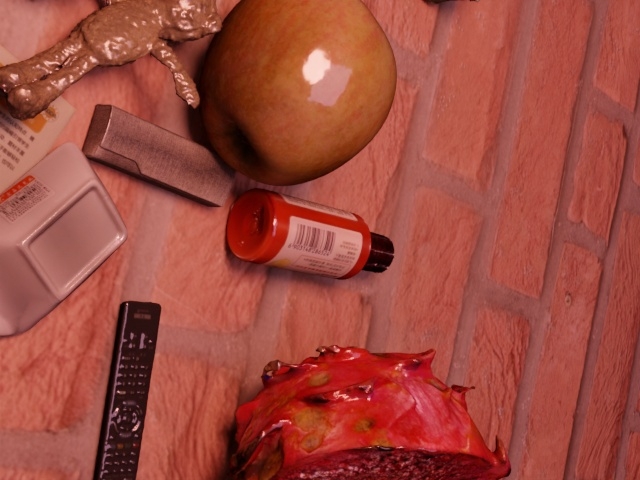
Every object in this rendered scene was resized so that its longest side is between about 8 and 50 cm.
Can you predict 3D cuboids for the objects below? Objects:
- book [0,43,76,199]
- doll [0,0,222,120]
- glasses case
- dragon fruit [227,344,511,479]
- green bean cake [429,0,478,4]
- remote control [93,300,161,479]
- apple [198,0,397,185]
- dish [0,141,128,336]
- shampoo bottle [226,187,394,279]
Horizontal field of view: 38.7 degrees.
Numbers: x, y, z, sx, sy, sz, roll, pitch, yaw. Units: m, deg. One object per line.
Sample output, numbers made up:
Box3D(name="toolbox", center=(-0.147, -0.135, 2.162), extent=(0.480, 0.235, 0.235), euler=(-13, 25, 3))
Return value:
Box3D(name="book", center=(-0.416, -0.090, 0.981), extent=(0.208, 0.020, 0.295), euler=(44, 64, -37))
Box3D(name="doll", center=(-0.248, -0.244, 1.067), extent=(0.286, 0.091, 0.202), euler=(-13, 60, -22))
Box3D(name="glasses case", center=(-0.201, -0.106, 1.169), extent=(0.205, 0.047, 0.071), euler=(23, 79, -43))
Box3D(name="dragon fruit", center=(0.054, 0.276, 1.277), extent=(0.371, 0.386, 0.249), euler=(69, 9, -54))
Box3D(name="green bean cake", center=(0.209, -0.538, 1.465), extent=(0.255, 0.132, 0.241), euler=(43, 66, -40))
Box3D(name="remote control", center=(-0.248, 0.199, 1.169), extent=(0.063, 0.025, 0.245), euler=(12, 85, -45))
Box3D(name="apple", center=(-0.038, -0.201, 1.176), extent=(0.234, 0.257, 0.257), euler=(-42, 121, -25))
Box3D(name="dish", center=(-0.313, 0.012, 1.046), extent=(0.234, 0.064, 0.154), euler=(-48, 132, -30))
Box3D(name="shampoo bottle", center=(0.000, 0.000, 1.333), extent=(0.278, 0.104, 0.104), euler=(13, 85, -44))
